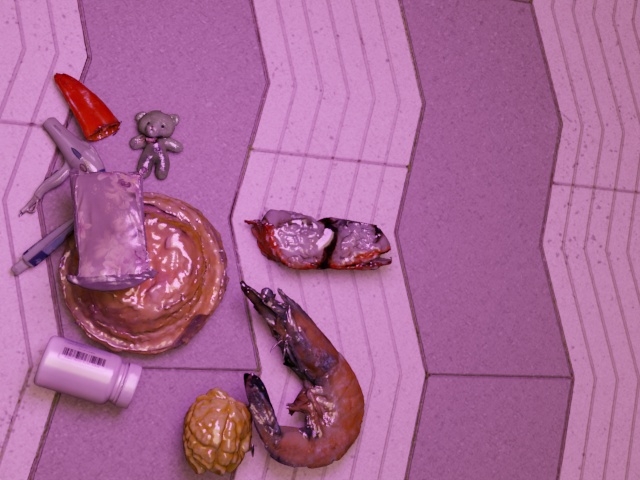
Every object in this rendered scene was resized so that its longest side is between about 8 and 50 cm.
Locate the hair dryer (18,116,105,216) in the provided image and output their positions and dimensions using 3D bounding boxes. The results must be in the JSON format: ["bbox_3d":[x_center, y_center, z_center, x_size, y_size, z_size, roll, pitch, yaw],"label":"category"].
[{"bbox_3d":[-0.564,-0.159,1.609,0.199,0.067,0.167,-28,80,-7],"label":"hair dryer"}]

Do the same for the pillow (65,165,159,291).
[{"bbox_3d":[-0.399,-0.023,1.488,0.169,0.059,0.254,-6,70,-4],"label":"pillow"}]

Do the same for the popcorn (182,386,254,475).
[{"bbox_3d":[-0.203,0.393,1.566,0.142,0.173,0.173,-14,84,2],"label":"popcorn"}]

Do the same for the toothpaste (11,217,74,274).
[{"bbox_3d":[-0.530,-0.005,1.555,0.216,0.062,0.037,-40,100,-1],"label":"toothpaste"}]

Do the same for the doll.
[{"bbox_3d":[-0.353,-0.207,1.670,0.115,0.077,0.150,2,91,-8],"label":"doll"}]

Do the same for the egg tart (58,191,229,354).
[{"bbox_3d":[-0.352,0.059,1.580,0.352,0.150,0.351,3,77,-15],"label":"egg tart"}]

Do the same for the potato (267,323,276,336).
[{"bbox_3d":[-0.105,0.161,1.699,0.037,0.036,0.093,-23,87,-18],"label":"potato"}]

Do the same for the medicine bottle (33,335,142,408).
[{"bbox_3d":[-0.455,0.261,1.526,0.187,0.103,0.102,20,74,-14],"label":"medicine bottle"}]

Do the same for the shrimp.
[{"bbox_3d":[-0.069,0.282,1.632,0.272,0.085,0.445,-38,105,-34],"label":"shrimp"}]

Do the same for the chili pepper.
[{"bbox_3d":[-0.505,-0.289,1.637,0.169,0.065,0.088,50,33,4],"label":"chili pepper"}]

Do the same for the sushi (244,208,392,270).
[{"bbox_3d":[0.000,0.000,1.720,0.332,0.124,0.129,2,90,-20],"label":"sushi"}]
